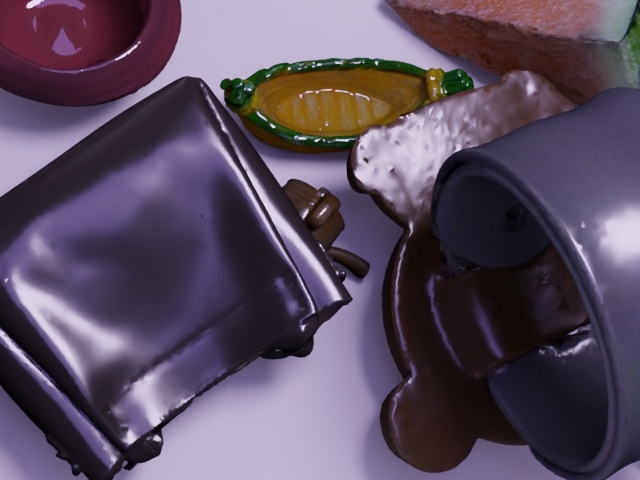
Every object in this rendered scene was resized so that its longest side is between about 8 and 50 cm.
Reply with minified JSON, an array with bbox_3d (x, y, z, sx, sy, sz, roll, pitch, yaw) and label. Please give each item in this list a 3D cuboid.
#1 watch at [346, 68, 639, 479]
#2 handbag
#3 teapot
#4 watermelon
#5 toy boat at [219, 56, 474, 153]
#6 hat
[{"bbox_3d":[0.197,0.015,1.347,0.314,0.327,0.335,-21,88,-20],"label":"watch"},{"bbox_3d":[-0.147,0.035,1.386,0.285,0.113,0.257,-35,82,-15],"label":"handbag"},{"bbox_3d":[0.000,0.000,1.466,0.110,0.085,0.080,47,70,-17],"label":"teapot"},{"bbox_3d":[0.194,-0.229,1.560,0.256,0.140,0.193,7,56,24],"label":"watermelon"},{"bbox_3d":[0.020,-0.127,1.505,0.229,0.088,0.089,-4,71,-14],"label":"toy boat"},{"bbox_3d":[-0.224,-0.196,1.472,0.205,0.089,0.205,3,67,-8],"label":"hat"}]
